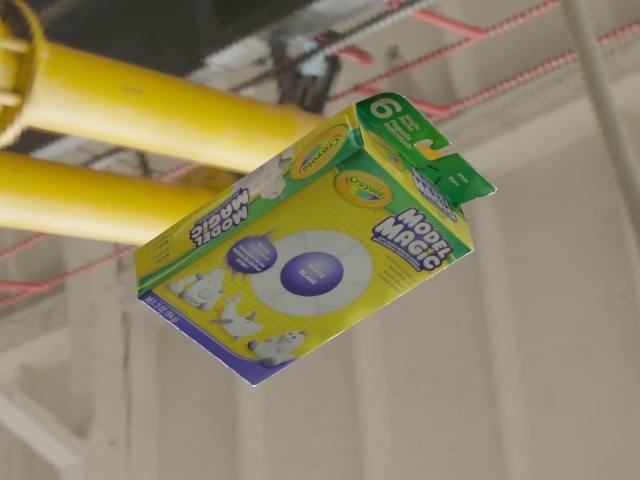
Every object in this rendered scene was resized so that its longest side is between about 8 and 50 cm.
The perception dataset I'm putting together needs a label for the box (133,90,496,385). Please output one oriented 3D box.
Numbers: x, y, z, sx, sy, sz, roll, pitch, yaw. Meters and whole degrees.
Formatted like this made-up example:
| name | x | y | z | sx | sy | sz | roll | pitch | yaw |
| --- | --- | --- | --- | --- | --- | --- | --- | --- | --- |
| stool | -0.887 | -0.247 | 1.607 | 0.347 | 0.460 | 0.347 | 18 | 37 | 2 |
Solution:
| name | x | y | z | sx | sy | sz | roll | pitch | yaw |
| --- | --- | --- | --- | --- | --- | --- | --- | --- | --- |
| box | 0.000 | 0.000 | 0.923 | 0.179 | 0.105 | 0.043 | -35 | -141 | 19 |
